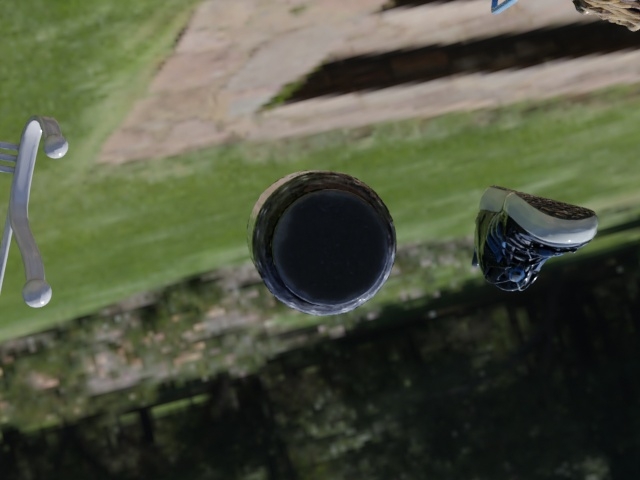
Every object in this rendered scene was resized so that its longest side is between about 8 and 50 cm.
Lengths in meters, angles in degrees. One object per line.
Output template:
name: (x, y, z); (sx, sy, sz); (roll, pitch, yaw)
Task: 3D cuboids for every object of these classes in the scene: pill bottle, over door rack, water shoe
pill bottle: (0.000, 0.000, 1.292); (0.123, 0.122, 0.219); (-14, -177, -3)
over door rack: (-0.334, 0.049, 1.103); (0.240, 0.324, 0.108); (9, -161, -31)
water shoe: (0.168, 0.004, 1.194); (0.073, 0.080, 0.203); (13, -176, -4)

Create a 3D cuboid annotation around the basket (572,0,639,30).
basket: (0.317, -0.340, 1.242); (0.214, 0.299, 0.223); (20, 170, 9)

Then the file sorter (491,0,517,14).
file sorter: (0.045, -0.205, 0.877); (0.170, 0.104, 0.118); (13, -177, -3)
